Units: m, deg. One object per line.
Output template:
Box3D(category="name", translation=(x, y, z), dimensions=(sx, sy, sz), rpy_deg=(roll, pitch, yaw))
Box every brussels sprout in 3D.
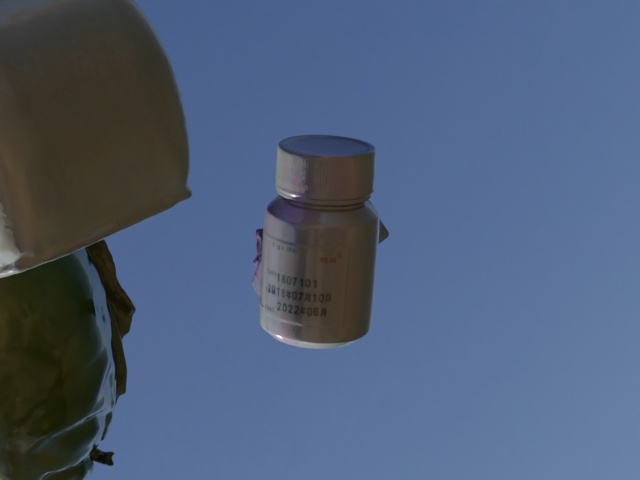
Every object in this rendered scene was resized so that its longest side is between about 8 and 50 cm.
Box3D(category="brussels sprout", translation=(-0.399, 0.066, 1.603), dimensions=(0.342, 0.425, 0.361), rpy_deg=(-66, -27, -62))

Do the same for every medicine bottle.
Box3D(category="medicine bottle", translation=(0.000, 0.000, 0.752), dimensions=(0.052, 0.052, 0.089), rpy_deg=(-22, -59, -56))

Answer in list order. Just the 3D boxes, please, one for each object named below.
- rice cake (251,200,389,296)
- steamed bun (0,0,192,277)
Box3D(category="rice cake", translation=(-0.013, 0.004, 1.693), dimensions=(0.051, 0.290, 0.081), rpy_deg=(-22, -92, -24))
Box3D(category="steamed bun", translation=(-0.195, -0.063, 0.869), dimensions=(0.146, 0.241, 0.164), rpy_deg=(-29, -76, -42))
